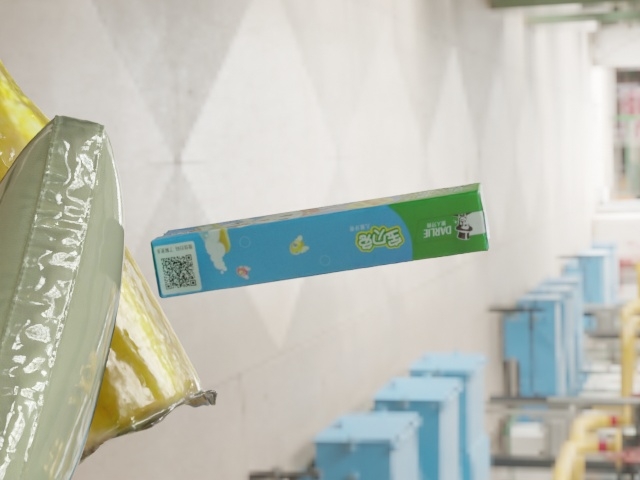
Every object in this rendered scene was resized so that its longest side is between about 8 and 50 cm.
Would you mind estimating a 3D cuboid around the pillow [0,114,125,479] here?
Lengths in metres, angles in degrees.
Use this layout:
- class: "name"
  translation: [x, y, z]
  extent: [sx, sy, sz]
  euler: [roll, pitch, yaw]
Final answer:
- class: "pillow"
  translation: [-0.221, 0.092, 1.051]
  extent: [0.255, 0.120, 0.322]
  euler: [129, -26, -67]

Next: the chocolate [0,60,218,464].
- class: "chocolate"
  translation: [-0.261, -0.015, 1.326]
  extent: [0.445, 0.162, 0.162]
  euler: [64, 14, 4]

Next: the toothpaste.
- class: "toothpaste"
  translation: [0.000, 0.000, 1.140]
  extent: [0.065, 0.267, 0.050]
  euler: [-40, 121, -80]
